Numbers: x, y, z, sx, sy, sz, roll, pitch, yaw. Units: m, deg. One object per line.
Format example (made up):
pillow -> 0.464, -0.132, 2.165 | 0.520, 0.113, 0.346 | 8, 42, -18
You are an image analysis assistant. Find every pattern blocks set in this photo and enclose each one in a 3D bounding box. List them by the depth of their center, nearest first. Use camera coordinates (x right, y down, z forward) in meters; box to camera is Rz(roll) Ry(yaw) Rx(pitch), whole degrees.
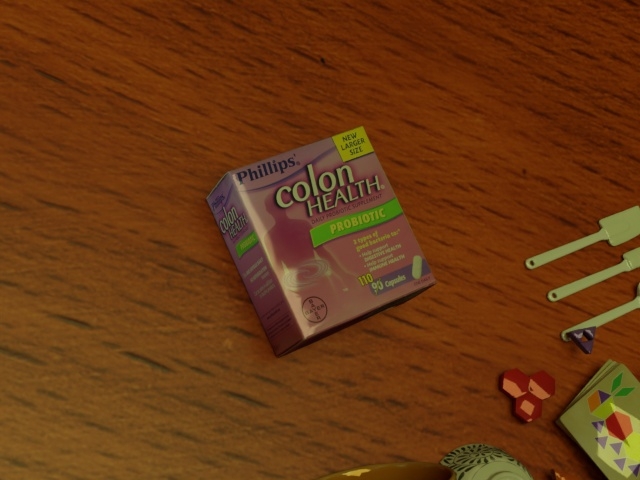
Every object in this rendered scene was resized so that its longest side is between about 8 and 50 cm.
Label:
pattern blocks set -> 0.436, 0.276, 1.657 | 0.285, 0.026, 0.325 | -28, 78, -17

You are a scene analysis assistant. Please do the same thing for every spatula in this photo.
spatula -> 0.437, 0.055, 1.764 | 0.242, 0.019, 0.168 | -20, 82, -26

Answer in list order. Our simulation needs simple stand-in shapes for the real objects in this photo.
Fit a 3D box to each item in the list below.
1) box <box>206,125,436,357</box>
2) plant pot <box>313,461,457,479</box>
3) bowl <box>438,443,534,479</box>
box -> 0.000, 0.000, 1.560 | 0.213, 0.117, 0.243 | -21, 81, -25
plant pot -> 0.080, 0.392, 1.429 | 0.205, 0.205, 0.188 | -9, 92, -23
bowl -> 0.237, 0.354, 1.554 | 0.170, 0.080, 0.170 | 6, 72, -19
